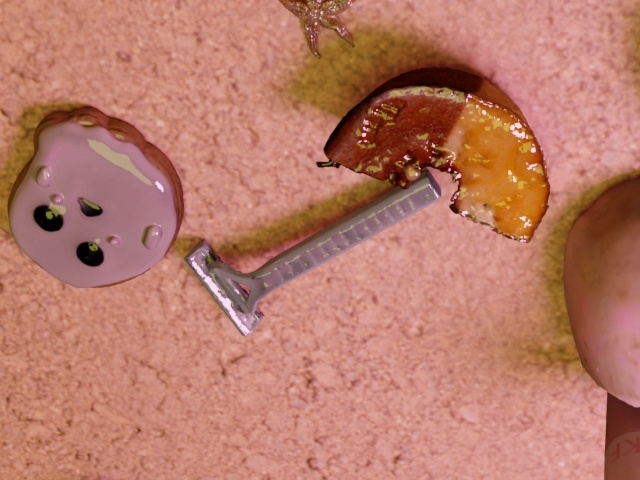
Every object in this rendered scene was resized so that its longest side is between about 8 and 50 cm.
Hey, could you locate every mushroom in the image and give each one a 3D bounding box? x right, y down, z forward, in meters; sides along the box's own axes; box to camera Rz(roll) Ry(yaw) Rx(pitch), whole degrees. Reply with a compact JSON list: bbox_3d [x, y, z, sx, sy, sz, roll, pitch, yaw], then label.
[{"bbox_3d":[0.335,0.047,1.494,0.236,0.162,0.173,-16,119,18],"label":"mushroom"}]

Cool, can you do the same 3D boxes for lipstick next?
[{"bbox_3d":[0.313,0.193,1.533,0.070,0.254,0.070,5,122,8],"label":"lipstick"}]

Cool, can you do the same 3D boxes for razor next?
[{"bbox_3d":[-0.001,0.005,1.599,0.278,0.056,0.111,-27,112,25],"label":"razor"}]

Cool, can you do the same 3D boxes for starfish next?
[{"bbox_3d":[-0.006,-0.214,1.489,0.086,0.016,0.092,12,126,7],"label":"starfish"}]

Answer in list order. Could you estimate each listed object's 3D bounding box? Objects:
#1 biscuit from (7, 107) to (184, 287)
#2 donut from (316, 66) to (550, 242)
[{"bbox_3d":[-0.237,-0.031,1.631,0.181,0.049,0.208,30,121,-7],"label":"biscuit"},{"bbox_3d":[0.127,-0.096,1.493,0.217,0.085,0.141,26,123,-6],"label":"donut"}]
